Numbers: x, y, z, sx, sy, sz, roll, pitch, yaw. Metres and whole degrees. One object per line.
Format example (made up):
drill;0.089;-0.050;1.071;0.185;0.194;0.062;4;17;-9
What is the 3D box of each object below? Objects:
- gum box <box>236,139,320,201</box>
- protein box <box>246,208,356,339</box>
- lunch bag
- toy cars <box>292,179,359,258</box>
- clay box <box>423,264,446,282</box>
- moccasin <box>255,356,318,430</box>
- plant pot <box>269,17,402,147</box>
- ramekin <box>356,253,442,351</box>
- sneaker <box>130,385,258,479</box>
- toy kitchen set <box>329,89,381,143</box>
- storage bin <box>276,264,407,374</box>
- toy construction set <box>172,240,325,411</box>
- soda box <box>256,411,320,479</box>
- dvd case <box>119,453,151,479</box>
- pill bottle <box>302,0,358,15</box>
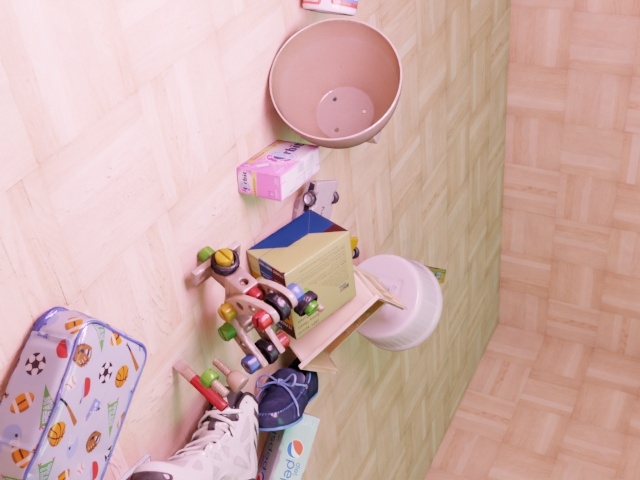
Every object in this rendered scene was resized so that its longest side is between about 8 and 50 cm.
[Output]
gum box;-0.086;-0.158;1.855;0.188;0.107;0.062;-43;139;-51
protein box;-0.040;0.077;1.968;0.200;0.136;0.201;-34;135;-28
lunch bag;-0.405;0.276;1.378;0.243;0.115;0.303;54;53;-62
toy cars;0.000;0.000;2.149;0.176;0.087;0.393;-46;140;-23
clay box;0.328;0.109;2.859;0.222;0.127;0.053;6;96;-66
moccasin;-0.094;0.367;2.104;0.342;0.138;0.116;-43;131;-76
plant pot;0.045;-0.317;1.885;0.191;0.284;0.284;62;45;-71
ramekin;0.198;0.171;2.447;0.135;0.277;0.277;31;74;-56
sneaker;-0.252;0.422;1.761;0.447;0.169;0.257;44;45;-64
toy kitchen set;0.082;-0.361;2.099;0.207;0.122;0.166;43;63;-63
storage bin;0.061;0.209;2.185;0.262;0.123;0.260;-44;155;9
toy construction set;-0.187;0.152;1.727;0.309;0.237;0.257;-49;165;-7
soda box;-0.098;0.571;2.164;0.091;0.098;0.286;23;77;-23
dvd case;-0.363;0.497;1.695;0.087;0.013;0.119;-42;139;-52
pill bottle;0.033;-0.612;1.867;0.124;0.124;0.221;-16;117;-63
